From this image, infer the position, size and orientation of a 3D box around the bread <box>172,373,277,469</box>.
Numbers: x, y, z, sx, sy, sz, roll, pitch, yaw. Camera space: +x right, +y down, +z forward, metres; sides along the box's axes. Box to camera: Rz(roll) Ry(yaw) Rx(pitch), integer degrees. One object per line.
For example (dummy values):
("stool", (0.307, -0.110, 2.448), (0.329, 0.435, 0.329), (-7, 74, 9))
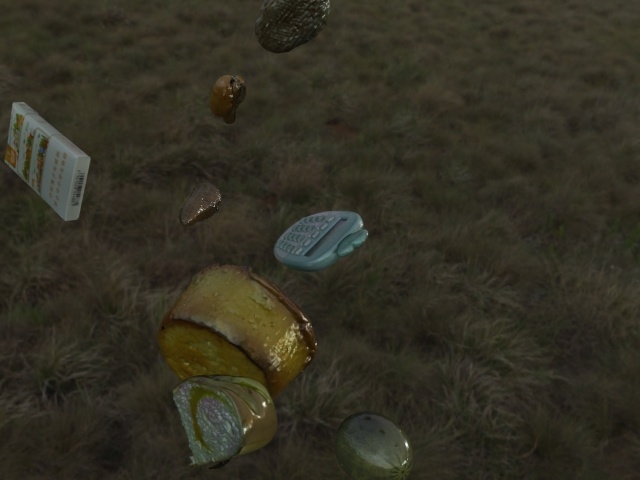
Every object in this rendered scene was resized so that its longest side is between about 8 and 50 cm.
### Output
("bread", (-0.166, 0.308, 1.118), (0.261, 0.158, 0.156), (-28, -16, 40))

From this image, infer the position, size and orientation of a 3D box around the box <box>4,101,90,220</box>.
("box", (-0.476, -0.138, 1.091), (0.220, 0.122, 0.032), (35, 28, 29))

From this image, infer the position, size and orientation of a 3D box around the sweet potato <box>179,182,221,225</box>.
("sweet potato", (-0.336, -0.110, 1.827), (0.114, 0.092, 0.341), (-37, 14, 6))

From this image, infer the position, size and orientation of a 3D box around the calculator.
("calculator", (0.000, 0.000, 1.427), (0.184, 0.042, 0.295), (-45, 27, -22))

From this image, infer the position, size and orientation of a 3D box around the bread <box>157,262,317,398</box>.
("bread", (-0.205, 0.240, 1.542), (0.398, 0.398, 0.215), (17, 44, 22))

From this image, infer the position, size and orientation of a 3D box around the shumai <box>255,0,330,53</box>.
("shumai", (-0.076, -0.579, 1.603), (0.161, 0.209, 0.153), (34, 23, -30))

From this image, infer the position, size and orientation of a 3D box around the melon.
("melon", (0.073, 0.290, 0.877), (0.098, 0.097, 0.131), (-8, 11, -25))

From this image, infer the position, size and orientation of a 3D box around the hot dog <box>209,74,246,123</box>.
("hot dog", (-0.217, -0.328, 1.478), (0.060, 0.140, 0.090), (49, 49, 8))
